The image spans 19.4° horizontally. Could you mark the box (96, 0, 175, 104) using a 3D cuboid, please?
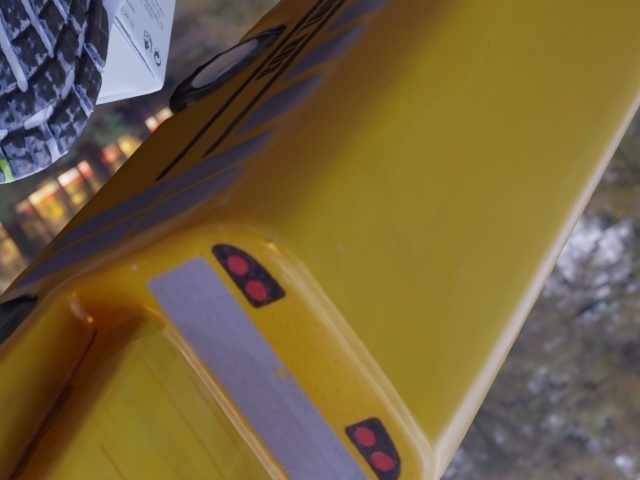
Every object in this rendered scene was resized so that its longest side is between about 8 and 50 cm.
[{"bbox_3d":[-0.140,-0.209,1.074,0.113,0.094,0.275,-8,-126,19],"label":"box"}]

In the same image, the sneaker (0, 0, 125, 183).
[{"bbox_3d":[-0.160,-0.113,0.847,0.121,0.111,0.300,-6,-150,16],"label":"sneaker"}]

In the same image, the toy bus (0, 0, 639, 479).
[{"bbox_3d":[0.000,0.000,0.601,0.130,0.108,0.333,-23,-161,36],"label":"toy bus"}]
